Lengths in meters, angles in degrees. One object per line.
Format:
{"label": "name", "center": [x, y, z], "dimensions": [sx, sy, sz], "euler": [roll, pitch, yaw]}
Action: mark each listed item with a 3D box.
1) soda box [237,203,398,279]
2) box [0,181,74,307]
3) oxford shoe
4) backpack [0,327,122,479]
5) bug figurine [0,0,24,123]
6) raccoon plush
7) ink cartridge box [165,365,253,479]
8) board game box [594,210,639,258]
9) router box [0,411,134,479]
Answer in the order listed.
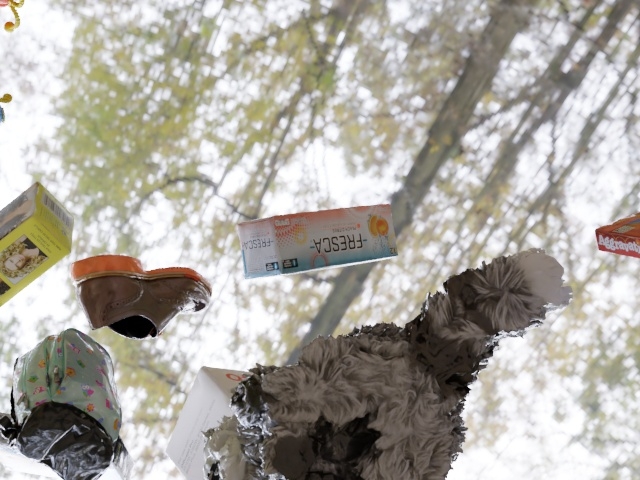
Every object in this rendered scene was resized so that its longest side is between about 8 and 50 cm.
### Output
{"label": "soda box", "center": [0.000, 0.000, 1.246], "dimensions": [0.183, 0.058, 0.063], "euler": [-7, -93, -45]}
{"label": "box", "center": [-0.351, 0.043, 1.169], "dimensions": [0.058, 0.232, 0.087], "euler": [48, -170, -26]}
{"label": "oxford shoe", "center": [-0.226, 0.085, 1.530], "dimensions": [0.271, 0.097, 0.098], "euler": [14, -118, -60]}
{"label": "backpack", "center": [-0.319, 0.201, 1.475], "dimensions": [0.152, 0.115, 0.182], "euler": [53, -170, -39]}
{"label": "bug figurine", "center": [-0.360, -0.138, 1.053], "dimensions": [0.216, 0.279, 0.072], "euler": [-34, -104, -30]}
{"label": "raccoon plush", "center": [0.064, 0.200, 1.302], "dimensions": [0.446, 0.299, 0.216], "euler": [-23, -97, -18]}
{"label": "ink cartridge box", "center": [-0.003, 0.353, 1.705], "dimensions": [0.285, 0.166, 0.395], "euler": [13, -165, -39]}
{"label": "board game box", "center": [0.428, -0.037, 1.164], "dimensions": [0.281, 0.027, 0.145], "euler": [-20, -164, -20]}
{"label": "router box", "center": [-0.351, 0.286, 1.597], "dimensions": [0.179, 0.133, 0.046], "euler": [8, -118, 7]}
